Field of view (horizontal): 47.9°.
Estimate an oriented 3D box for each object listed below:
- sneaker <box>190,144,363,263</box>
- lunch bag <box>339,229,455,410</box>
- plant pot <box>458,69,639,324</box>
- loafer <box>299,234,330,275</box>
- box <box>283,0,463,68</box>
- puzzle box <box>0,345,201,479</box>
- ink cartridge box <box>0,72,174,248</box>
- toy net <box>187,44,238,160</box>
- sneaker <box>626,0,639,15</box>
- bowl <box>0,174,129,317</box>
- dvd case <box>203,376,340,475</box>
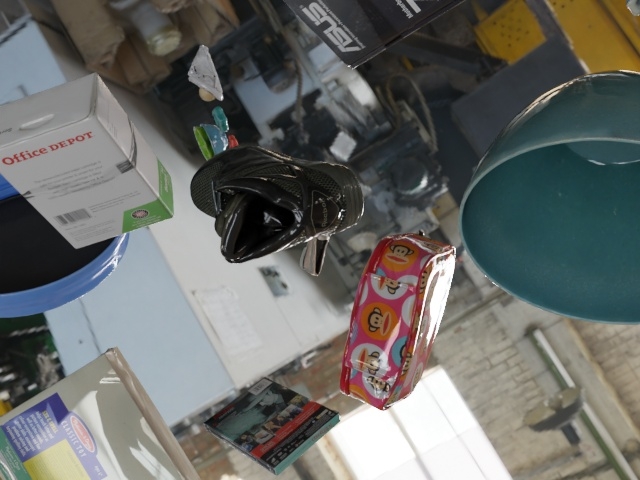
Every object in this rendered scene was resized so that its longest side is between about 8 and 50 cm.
[{"bbox_3d":[-0.081,-0.040,0.714,0.227,0.087,0.130,15,-155,42],"label":"sneaker"},{"bbox_3d":[0.150,0.133,1.268,0.258,0.120,0.293,-9,116,-63],"label":"lunch bag"},{"bbox_3d":[0.314,-0.069,0.785,0.290,0.290,0.195,-41,-159,53],"label":"plant pot"},{"bbox_3d":[0.000,0.000,1.222,0.045,0.039,0.125,-4,119,-40],"label":"loafer"},{"bbox_3d":[0.043,-0.417,0.821,0.318,0.097,0.395,-24,138,30],"label":"box"},{"bbox_3d":[-0.326,0.403,1.132,0.272,0.409,0.052,-30,-179,12],"label":"puzzle box"},{"bbox_3d":[-0.319,-0.102,0.978,0.160,0.093,0.219,-17,142,7],"label":"ink cartridge box"},{"bbox_3d":[-0.172,-0.196,1.133,0.045,0.122,0.232,-23,147,-13],"label":"toy net"},{"bbox_3d":[0.479,-0.273,0.898,0.085,0.237,0.086,21,117,-35],"label":"sneaker"},{"bbox_3d":[-0.551,-0.014,1.355,0.391,0.391,0.077,-27,140,-26],"label":"bowl"},{"bbox_3d":[-0.050,0.181,0.719,0.087,0.013,0.119,-34,-149,-33],"label":"dvd case"}]
